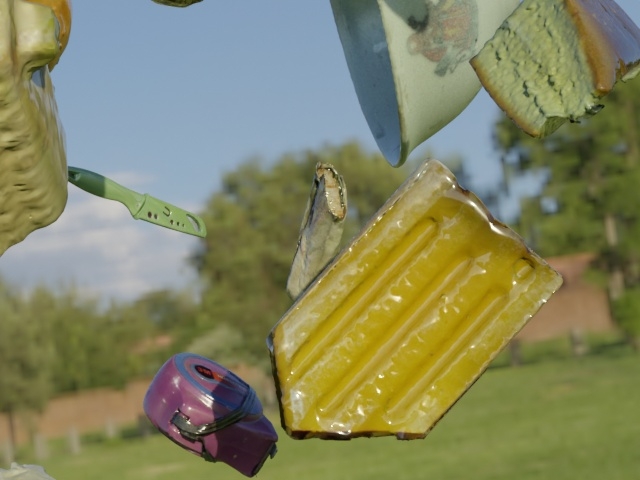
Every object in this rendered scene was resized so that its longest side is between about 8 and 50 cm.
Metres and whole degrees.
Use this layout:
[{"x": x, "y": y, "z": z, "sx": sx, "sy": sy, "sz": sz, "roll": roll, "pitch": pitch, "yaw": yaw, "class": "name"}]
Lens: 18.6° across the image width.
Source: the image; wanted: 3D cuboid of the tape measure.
[{"x": -0.110, "y": 0.168, "z": 1.886, "sx": 0.118, "sy": 0.074, "sz": 0.125, "roll": 27, "pitch": 14, "yaw": -25, "class": "tape measure"}]

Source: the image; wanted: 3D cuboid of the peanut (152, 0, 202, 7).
[{"x": -0.104, "y": -0.213, "z": 1.368, "sx": 0.093, "sy": 0.083, "sz": 0.194, "roll": 18, "pitch": -8, "yaw": -7, "class": "peanut"}]

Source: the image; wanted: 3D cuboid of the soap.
[{"x": 0.063, "y": 0.075, "z": 1.670, "sx": 0.257, "sy": 0.160, "sz": 0.080, "roll": -47, "pitch": 0, "yaw": -3, "class": "soap"}]

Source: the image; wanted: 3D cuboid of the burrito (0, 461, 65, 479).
[{"x": -0.312, "y": 0.363, "z": 1.995, "sx": 0.117, "sy": 0.076, "sz": 0.392, "roll": 11, "pitch": 32, "yaw": -12, "class": "burrito"}]

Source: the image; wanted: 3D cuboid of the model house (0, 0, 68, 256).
[{"x": -0.262, "y": -0.068, "z": 1.164, "sx": 0.234, "sy": 0.175, "sz": 0.193, "roll": -3, "pitch": -34, "yaw": 5, "class": "model house"}]

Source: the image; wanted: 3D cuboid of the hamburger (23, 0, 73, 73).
[{"x": -0.447, "y": -0.247, "z": 2.259, "sx": 0.284, "sy": 0.174, "sz": 0.304, "roll": -39, "pitch": -27, "yaw": 26, "class": "hamburger"}]

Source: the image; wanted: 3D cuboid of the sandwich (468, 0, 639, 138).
[{"x": 0.218, "y": -0.168, "z": 1.787, "sx": 0.122, "sy": 0.128, "sz": 0.235, "roll": -46, "pitch": -4, "yaw": 17, "class": "sandwich"}]

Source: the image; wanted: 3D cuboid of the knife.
[{"x": -0.182, "y": -0.036, "z": 1.908, "sx": 0.014, "sy": 0.030, "sz": 0.207, "roll": -12, "pitch": -23, "yaw": 38, "class": "knife"}]

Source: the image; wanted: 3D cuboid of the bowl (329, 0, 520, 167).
[{"x": 0.129, "y": -0.324, "z": 2.408, "sx": 0.196, "sy": 0.435, "sz": 0.435, "roll": -15, "pitch": -5, "yaw": -5, "class": "bowl"}]

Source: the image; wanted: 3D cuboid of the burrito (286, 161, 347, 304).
[{"x": 0.000, "y": 0.000, "z": 1.924, "sx": 0.041, "sy": 0.149, "sz": 0.055, "roll": -2, "pitch": 24, "yaw": -40, "class": "burrito"}]
